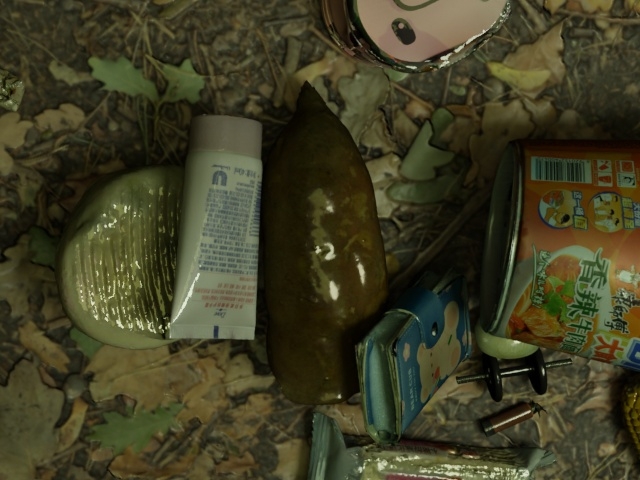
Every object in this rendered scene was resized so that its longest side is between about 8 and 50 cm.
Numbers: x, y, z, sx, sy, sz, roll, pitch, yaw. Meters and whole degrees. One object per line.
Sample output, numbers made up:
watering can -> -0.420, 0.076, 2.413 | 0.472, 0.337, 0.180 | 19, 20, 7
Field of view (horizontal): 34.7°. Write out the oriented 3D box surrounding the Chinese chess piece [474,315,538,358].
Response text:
Chinese chess piece -> 0.232, 0.114, 1.265 | 0.084, 0.084, 0.034 | -7, 115, -3

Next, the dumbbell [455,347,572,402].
dumbbell -> 0.242, 0.163, 1.281 | 0.147, 0.069, 0.069 | -10, 99, -2

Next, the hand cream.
hand cream -> -0.109, -0.012, 1.141 | 0.133, 0.083, 0.248 | 11, 82, -49

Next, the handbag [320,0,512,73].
handbag -> 0.107, -0.284, 1.177 | 0.205, 0.116, 0.179 | -29, 101, 0

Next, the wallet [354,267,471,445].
wallet -> 0.112, 0.126, 1.197 | 0.059, 0.202, 0.141 | 9, 118, 30

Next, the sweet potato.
sweet potato -> 0.000, 0.000, 1.198 | 0.158, 0.158, 0.370 | -6, 100, -3

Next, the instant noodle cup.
instant noodle cup -> 0.305, 0.006, 1.167 | 0.214, 0.296, 0.296 | 8, 98, 3

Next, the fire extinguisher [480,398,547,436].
fire extinguisher -> 0.248, 0.228, 1.314 | 0.083, 0.022, 0.028 | -23, 63, -1

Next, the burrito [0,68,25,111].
burrito -> -0.415, -0.193, 1.191 | 0.149, 0.041, 0.055 | 24, 83, -4

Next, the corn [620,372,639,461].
corn -> 0.469, 0.303, 1.305 | 0.102, 0.102, 0.313 | -32, 100, 1

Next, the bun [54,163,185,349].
bun -> -0.199, 0.016, 1.201 | 0.237, 0.116, 0.210 | -19, 93, -24

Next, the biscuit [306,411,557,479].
biscuit -> 0.129, 0.328, 1.295 | 0.309, 0.079, 0.186 | 8, 96, -7
